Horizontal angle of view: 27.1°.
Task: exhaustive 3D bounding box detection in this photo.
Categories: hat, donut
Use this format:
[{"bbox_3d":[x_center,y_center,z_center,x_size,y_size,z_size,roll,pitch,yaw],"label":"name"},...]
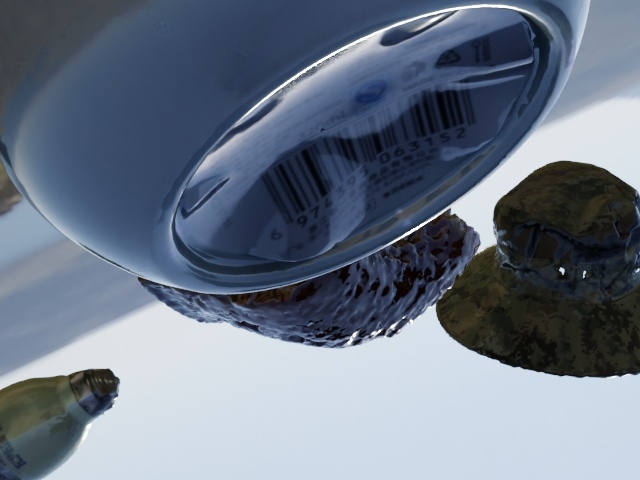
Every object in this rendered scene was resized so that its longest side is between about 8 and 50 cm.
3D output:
[{"bbox_3d":[0.216,0.005,1.152,0.265,0.128,0.265,-6,-152,3],"label":"hat"},{"bbox_3d":[0.003,0.007,0.777,0.126,0.144,0.186,21,169,35],"label":"donut"}]

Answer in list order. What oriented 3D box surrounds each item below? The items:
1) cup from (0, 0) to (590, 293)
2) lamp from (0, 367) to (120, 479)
[{"bbox_3d":[-0.053,-0.150,0.446,0.205,0.312,0.205,-25,156,-12],"label":"cup"},{"bbox_3d":[-0.306,0.199,1.305,0.250,0.101,0.101,-33,179,12],"label":"lamp"}]
